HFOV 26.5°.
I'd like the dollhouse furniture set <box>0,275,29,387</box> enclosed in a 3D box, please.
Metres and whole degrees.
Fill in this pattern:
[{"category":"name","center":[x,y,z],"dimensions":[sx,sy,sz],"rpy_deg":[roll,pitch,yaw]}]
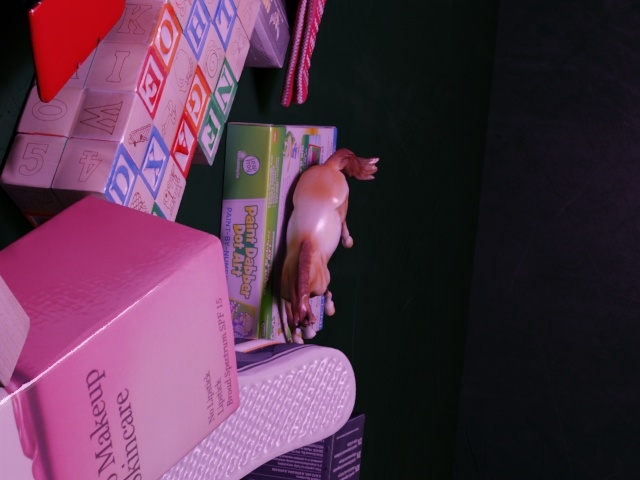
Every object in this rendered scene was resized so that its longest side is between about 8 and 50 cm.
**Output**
[{"category":"dollhouse furniture set","center":[-0.221,0.004,0.687],"dimensions":[0.129,0.183,0.129],"rpy_deg":[72,28,-54]}]

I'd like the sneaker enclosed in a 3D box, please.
[{"category":"sneaker","center":[-0.115,0.161,1.251],"dimensions":[0.321,0.127,0.126],"rpy_deg":[-5,95,-49]}]

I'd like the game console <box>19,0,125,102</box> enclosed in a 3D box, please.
[{"category":"game console","center":[-0.196,-0.188,0.931],"dimensions":[0.085,0.124,0.144],"rpy_deg":[-49,-170,40]}]

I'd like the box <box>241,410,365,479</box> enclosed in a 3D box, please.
[{"category":"box","center":[-0.024,0.305,1.608],"dimensions":[0.153,0.108,0.207],"rpy_deg":[6,90,-74]}]

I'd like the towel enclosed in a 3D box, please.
[{"category":"towel","center":[0.004,-0.304,1.489],"dimensions":[0.199,0.031,0.275],"rpy_deg":[103,-1,-50]}]

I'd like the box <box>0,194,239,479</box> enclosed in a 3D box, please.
[{"category":"box","center":[-0.173,0.095,0.877],"dimensions":[0.232,0.126,0.149],"rpy_deg":[-40,136,-43]}]

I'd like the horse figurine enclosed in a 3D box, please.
[{"category":"horse figurine","center":[0.000,0.000,1.480],"dimensions":[0.174,0.066,0.263],"rpy_deg":[75,28,-64]}]

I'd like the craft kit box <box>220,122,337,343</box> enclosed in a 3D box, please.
[{"category":"craft kit box","center":[-0.047,-0.006,1.523],"dimensions":[0.246,0.060,0.250],"rpy_deg":[-15,110,-75]}]

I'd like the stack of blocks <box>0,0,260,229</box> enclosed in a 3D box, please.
[{"category":"stack of blocks","center":[-0.142,-0.126,1.088],"dimensions":[0.171,0.087,0.297],"rpy_deg":[67,33,-59]}]

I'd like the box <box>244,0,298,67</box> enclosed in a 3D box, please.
[{"category":"box","center":[-0.071,-0.306,1.328],"dimensions":[0.231,0.056,0.183],"rpy_deg":[62,37,-62]}]
